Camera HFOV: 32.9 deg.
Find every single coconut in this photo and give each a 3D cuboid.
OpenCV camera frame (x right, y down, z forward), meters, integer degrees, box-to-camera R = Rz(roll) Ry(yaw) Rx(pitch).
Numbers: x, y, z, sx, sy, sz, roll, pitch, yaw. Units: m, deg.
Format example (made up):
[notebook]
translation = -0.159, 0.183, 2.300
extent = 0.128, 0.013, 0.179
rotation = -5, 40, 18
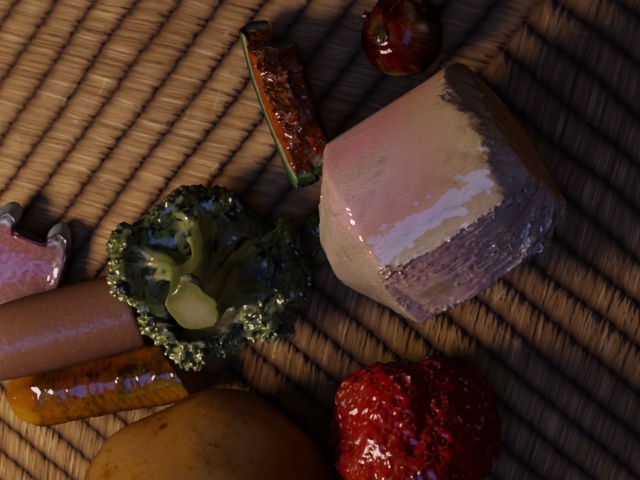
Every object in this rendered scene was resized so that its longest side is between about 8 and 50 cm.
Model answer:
[coconut]
translation = 0.140, -0.045, 1.440
extent = 0.309, 0.297, 0.297
rotation = -36, 96, 18

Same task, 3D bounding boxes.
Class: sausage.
[sausage]
translation = -0.401, 0.136, 1.647
extent = 0.253, 0.123, 0.123
rotation = -16, 103, -8

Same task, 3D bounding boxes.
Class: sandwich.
[sandwich]
translation = -0.043, -0.205, 1.518
extent = 0.079, 0.159, 0.235
rotation = -20, 76, -5

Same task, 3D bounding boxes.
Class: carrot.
[carrot]
translation = -0.340, 0.223, 1.708
extent = 0.301, 0.114, 0.114
rotation = -11, 103, 11

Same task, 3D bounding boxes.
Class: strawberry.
[strawberry]
translation = 0.130, 0.297, 1.549
extent = 0.257, 0.277, 0.257
rotation = 4, 110, 12

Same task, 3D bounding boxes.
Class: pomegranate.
[pomegranate]
translation = -0.163, 0.426, 1.598
extent = 0.416, 0.416, 0.417
rotation = 3, 106, 11

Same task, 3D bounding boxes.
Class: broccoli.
[broccoli]
translation = -0.159, 0.058, 1.568
extent = 0.288, 0.260, 0.235
rotation = -17, 136, 12

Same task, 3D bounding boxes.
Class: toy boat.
[toy boat]
translation = -0.486, 0.052, 1.715
extent = 0.155, 0.085, 0.227
rotation = 23, 102, -15

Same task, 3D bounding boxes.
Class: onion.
[onion]
translation = 0.114, -0.278, 1.474
extent = 0.118, 0.118, 0.117
rotation = 35, 131, 1

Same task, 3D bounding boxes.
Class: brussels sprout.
[brussels sprout]
translation = 0.001, 0.001, 1.615
extent = 0.051, 0.046, 0.083
rotation = 5, 116, 6
